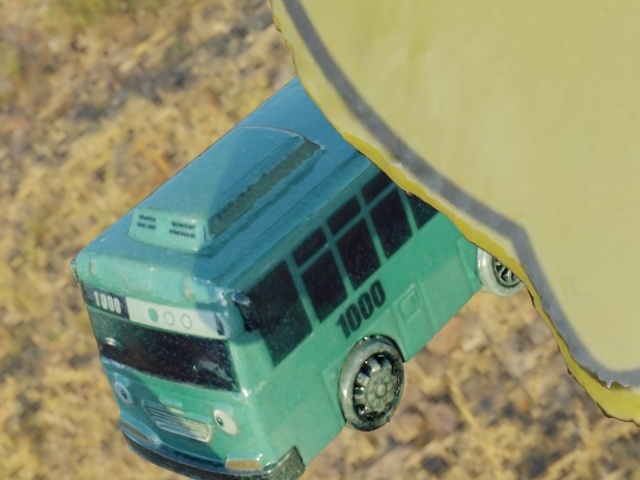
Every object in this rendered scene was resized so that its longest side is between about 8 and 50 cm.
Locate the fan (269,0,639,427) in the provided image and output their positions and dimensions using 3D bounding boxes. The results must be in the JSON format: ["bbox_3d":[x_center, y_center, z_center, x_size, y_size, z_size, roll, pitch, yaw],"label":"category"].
[{"bbox_3d":[0.085,-0.127,0.292,0.229,0.335,0.011,17,12,25],"label":"fan"}]

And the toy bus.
[{"bbox_3d":[0.000,0.000,0.917,0.128,0.147,0.256,9,40,43],"label":"toy bus"}]
